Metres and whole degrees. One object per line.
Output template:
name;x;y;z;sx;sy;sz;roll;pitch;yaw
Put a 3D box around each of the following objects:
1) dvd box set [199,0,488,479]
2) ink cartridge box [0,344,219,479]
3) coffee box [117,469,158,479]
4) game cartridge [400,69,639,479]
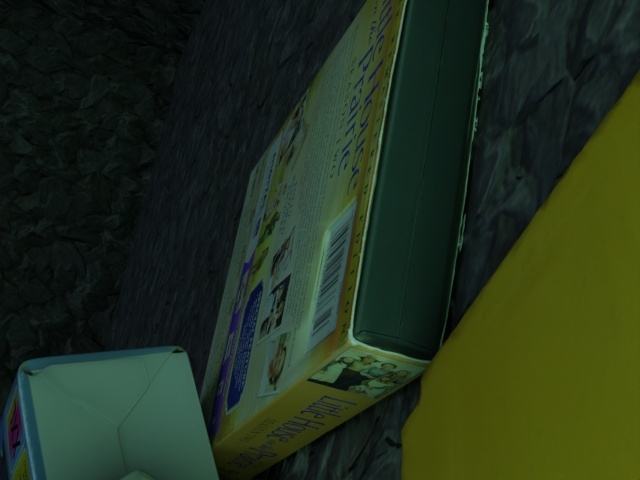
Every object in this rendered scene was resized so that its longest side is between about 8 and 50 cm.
dvd box set;0.000;0.000;0.872;0.420;0.062;0.308;132;151;-61
ink cartridge box;-0.205;0.310;0.978;0.395;0.151;0.270;119;141;-47
coffee box;-0.118;0.312;0.659;0.119;0.168;0.297;-20;-45;-66
game cartridge;0.103;0.108;0.381;0.324;0.052;0.285;-84;17;-46
